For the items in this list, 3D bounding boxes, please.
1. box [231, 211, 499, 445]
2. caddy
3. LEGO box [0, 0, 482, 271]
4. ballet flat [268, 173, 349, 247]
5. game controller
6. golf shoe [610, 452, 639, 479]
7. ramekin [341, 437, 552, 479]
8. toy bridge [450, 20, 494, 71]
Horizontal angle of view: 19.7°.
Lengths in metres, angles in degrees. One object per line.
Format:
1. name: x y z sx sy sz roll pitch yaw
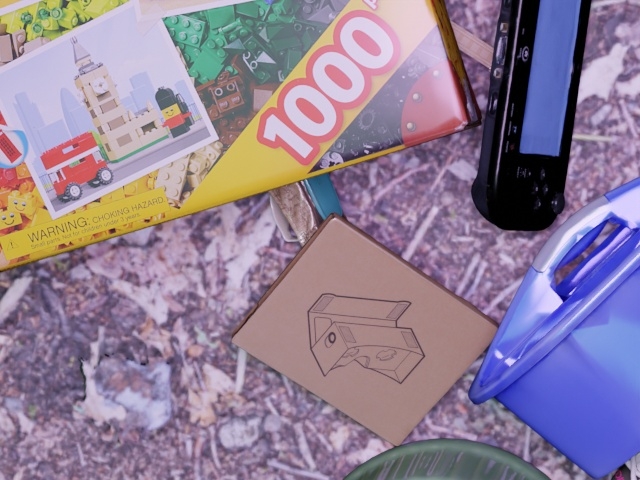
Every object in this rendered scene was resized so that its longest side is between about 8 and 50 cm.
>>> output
1. box: 0.043 0.088 1.758 0.201 0.021 0.164 34 110 -16
2. caddy: 0.280 0.049 1.661 0.179 0.241 0.341 45 98 1
3. LEGO box: -0.144 -0.208 1.676 0.500 0.193 0.373 -17 92 11
4. ballet flat: 0.000 0.000 1.803 0.067 0.073 0.206 -27 84 37
5. game controller: 0.202 -0.167 1.703 0.067 0.166 0.319 8 94 19
6. golf shoe: 0.328 0.203 1.648 0.120 0.105 0.273 3 132 -16
7. ramekin: 0.113 0.347 1.742 0.303 0.148 0.303 0 92 11
8. toy bridge: 0.106 -0.211 1.769 0.188 0.063 0.026 33 97 8
